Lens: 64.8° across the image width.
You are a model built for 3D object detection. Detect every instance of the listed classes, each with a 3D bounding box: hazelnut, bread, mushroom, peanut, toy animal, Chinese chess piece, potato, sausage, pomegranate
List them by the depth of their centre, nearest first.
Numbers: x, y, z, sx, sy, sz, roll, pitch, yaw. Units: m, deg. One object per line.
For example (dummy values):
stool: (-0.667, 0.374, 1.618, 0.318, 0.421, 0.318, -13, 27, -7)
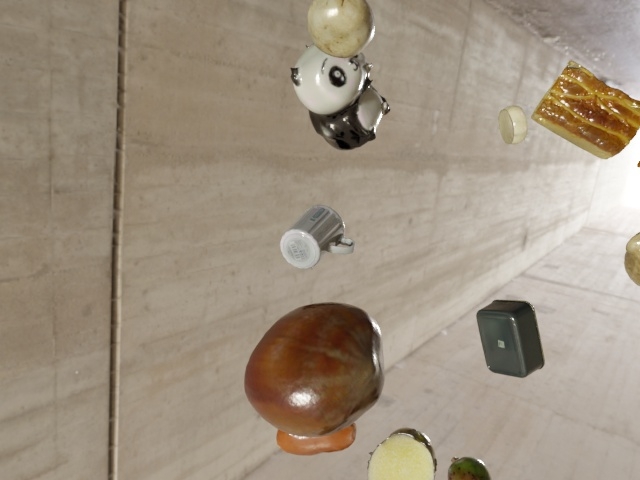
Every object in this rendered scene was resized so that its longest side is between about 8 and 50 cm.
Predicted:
peanut: (0.591, 0.047, 0.859, 0.227, 0.104, 0.086, 23, -148, -24)
mushroom: (0.047, -0.514, 1.190, 0.166, 0.127, 0.166, 6, 150, 4)
potato: (0.203, 0.545, 1.239, 0.164, 0.201, 0.081, 29, -164, 17)
hazelnut: (-0.004, 0.327, 1.286, 0.365, 0.366, 0.366, 6, -167, -2)
pomegranate: (0.426, 0.685, 1.453, 0.130, 0.130, 0.130, 6, -167, -2)
bread: (0.800, -0.380, 1.500, 0.274, 0.185, 0.114, 33, -172, 5)
toy animal: (0.046, -0.440, 1.509, 0.251, 0.251, 0.310, 25, 158, 53)
sausage: (-0.014, 0.580, 1.528, 0.258, 0.133, 0.133, -12, -171, 15)
Chinese chess piece: (0.606, -0.363, 1.588, 0.051, 0.122, 0.122, -14, -166, 1)

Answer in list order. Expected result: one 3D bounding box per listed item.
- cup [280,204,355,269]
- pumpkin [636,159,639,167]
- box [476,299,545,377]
cup: (-0.007, -0.013, 1.708, 0.220, 0.167, 0.202, -10, -160, 30)
pumpkin: (0.967, -0.302, 1.409, 0.258, 0.291, 0.095, 17, 162, -37)
box: (0.523, 0.273, 1.405, 0.090, 0.201, 0.144, -17, -172, -34)
